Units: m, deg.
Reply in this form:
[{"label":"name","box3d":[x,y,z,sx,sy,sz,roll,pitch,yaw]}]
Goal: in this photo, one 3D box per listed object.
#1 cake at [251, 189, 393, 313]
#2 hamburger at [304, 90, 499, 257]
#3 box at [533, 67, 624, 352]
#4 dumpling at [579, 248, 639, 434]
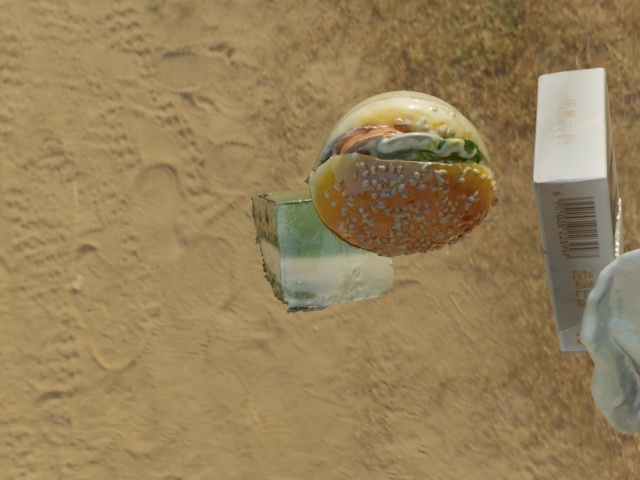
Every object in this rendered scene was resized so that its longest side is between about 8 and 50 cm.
[{"label":"cake","box3d":[-0.003,0.000,1.610,0.172,0.283,0.158,-6,98,-11]},{"label":"hamburger","box3d":[0.095,-0.072,1.286,0.237,0.237,0.147,-12,42,13]},{"label":"box","box3d":[0.244,-0.022,1.008,0.067,0.233,0.149,-1,46,19]},{"label":"dumpling","box3d":[0.226,0.058,0.639,0.151,0.229,0.124,-2,53,0]}]
